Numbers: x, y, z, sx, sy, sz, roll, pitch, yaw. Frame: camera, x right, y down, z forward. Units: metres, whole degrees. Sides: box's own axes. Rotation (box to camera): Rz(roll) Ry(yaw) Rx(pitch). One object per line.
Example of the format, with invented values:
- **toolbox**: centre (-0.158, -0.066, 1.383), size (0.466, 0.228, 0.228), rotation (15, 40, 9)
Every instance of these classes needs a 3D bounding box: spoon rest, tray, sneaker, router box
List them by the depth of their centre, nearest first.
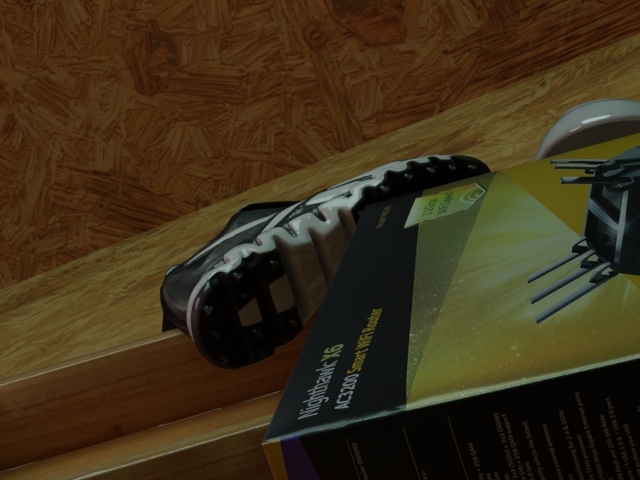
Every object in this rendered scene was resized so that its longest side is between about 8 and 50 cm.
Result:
- **router box**: centre (0.123, 0.037, 0.918), size (0.243, 0.081, 0.309), rotation (-15, 17, 15)
- **tray**: centre (-0.047, 0.108, 1.125), size (0.411, 0.076, 0.203), rotation (-15, 17, -3)
- **sneaker**: centre (0.000, 0.000, 1.166), size (0.234, 0.078, 0.106), rotation (-26, 22, -26)
- **spoon rest**: centre (0.229, -0.061, 1.846), size (0.137, 0.084, 0.276), rotation (10, -24, -36)

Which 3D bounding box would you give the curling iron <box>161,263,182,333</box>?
- **curling iron**: centre (-0.106, 0.086, 1.298), size (0.274, 0.068, 0.035), rotation (109, -174, -64)
